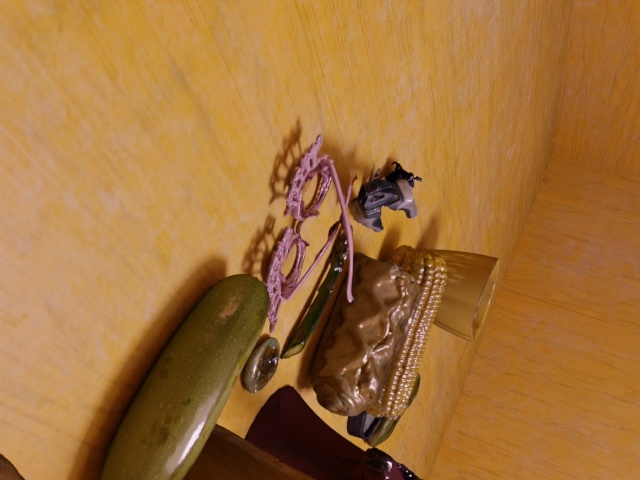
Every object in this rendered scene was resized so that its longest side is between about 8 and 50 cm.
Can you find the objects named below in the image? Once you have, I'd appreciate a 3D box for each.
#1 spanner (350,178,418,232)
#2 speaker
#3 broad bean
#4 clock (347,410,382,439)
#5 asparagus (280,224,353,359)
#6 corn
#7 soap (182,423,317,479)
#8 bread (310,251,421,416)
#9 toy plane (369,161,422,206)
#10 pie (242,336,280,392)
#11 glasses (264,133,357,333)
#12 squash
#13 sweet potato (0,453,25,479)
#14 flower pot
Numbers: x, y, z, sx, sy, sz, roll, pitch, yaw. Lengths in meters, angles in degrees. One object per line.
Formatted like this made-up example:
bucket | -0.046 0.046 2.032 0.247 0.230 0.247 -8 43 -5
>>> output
spanner | 0.095 -0.054 1.111 0.325 0.096 0.040 28 40 -78
speaker | 0.050 0.320 1.045 0.198 0.330 0.259 -46 140 -49
broad bean | 0.172 0.395 1.733 0.206 0.072 0.153 -66 160 -14
clock | 0.115 0.344 1.593 0.184 0.040 0.184 -52 152 -43
asparagus | 0.002 0.080 1.112 0.236 0.027 0.034 -64 146 -21
corn | 0.149 0.179 1.420 0.131 0.131 0.344 -8 114 -67
soap | -0.074 0.363 0.800 0.143 0.281 0.259 -35 139 -54
bread | 0.072 0.161 1.216 0.152 0.130 0.267 73 39 -71
toy plane | 0.124 -0.090 1.246 0.078 0.053 0.197 -56 166 11
pie | -0.080 0.170 0.993 0.085 0.017 0.085 -50 150 -45
glasses | -0.008 -0.002 0.929 0.162 0.095 0.255 6 99 -68
squash | -0.143 0.168 0.735 0.341 0.095 0.094 -60 156 -28
sweet potato | -0.248 0.294 0.542 0.130 0.131 0.422 -33 130 -59
flower pot | 0.286 0.108 1.633 0.195 0.179 0.195 17 90 -71
